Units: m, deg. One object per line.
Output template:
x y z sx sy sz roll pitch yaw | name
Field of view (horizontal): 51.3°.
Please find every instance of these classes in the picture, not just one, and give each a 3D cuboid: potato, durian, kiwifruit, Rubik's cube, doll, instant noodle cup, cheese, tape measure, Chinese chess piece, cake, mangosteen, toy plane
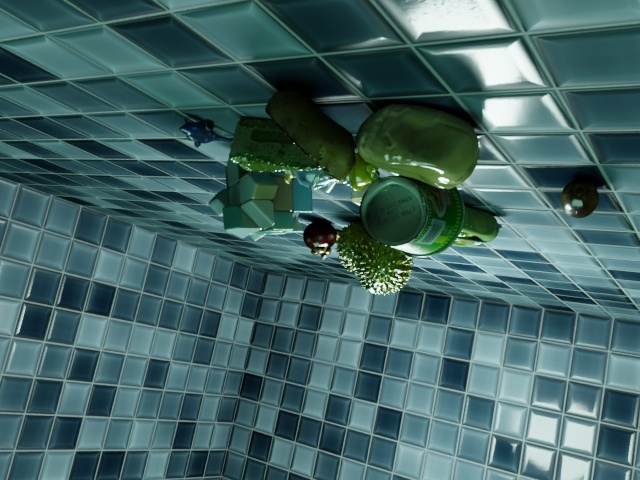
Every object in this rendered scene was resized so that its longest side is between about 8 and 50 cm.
-0.009 -0.203 1.224 0.200 0.081 0.164 43 -168 0 | potato
0.193 0.049 2.233 0.291 0.224 0.291 47 178 2 | durian
0.543 -0.087 1.395 0.075 0.075 0.124 7 167 26 | kiwifruit
-0.158 -0.115 1.680 0.212 0.225 0.265 -1 176 -32 | Rubik's cube
0.026 -0.165 1.509 0.240 0.135 0.098 9 -162 25 | doll
0.190 -0.057 1.440 0.206 0.207 0.232 8 -175 22 | instant noodle cup
0.181 -0.173 1.247 0.225 0.117 0.214 15 175 14 | cheese
0.396 -0.037 1.812 0.177 0.088 0.154 14 158 -22 | tape measure
0.141 -0.117 1.772 0.122 0.051 0.122 12 171 2 | Chinese chess piece
-0.082 -0.201 1.403 0.235 0.100 0.099 5 169 38 | cake
0.000 0.000 2.375 0.140 0.140 0.140 12 170 2 | mangosteen
-0.252 -0.238 1.536 0.167 0.062 0.054 7 176 -40 | toy plane

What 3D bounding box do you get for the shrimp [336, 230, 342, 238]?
0.048 -0.005 2.568 0.150 0.051 0.217 9 169 -30 | shrimp
